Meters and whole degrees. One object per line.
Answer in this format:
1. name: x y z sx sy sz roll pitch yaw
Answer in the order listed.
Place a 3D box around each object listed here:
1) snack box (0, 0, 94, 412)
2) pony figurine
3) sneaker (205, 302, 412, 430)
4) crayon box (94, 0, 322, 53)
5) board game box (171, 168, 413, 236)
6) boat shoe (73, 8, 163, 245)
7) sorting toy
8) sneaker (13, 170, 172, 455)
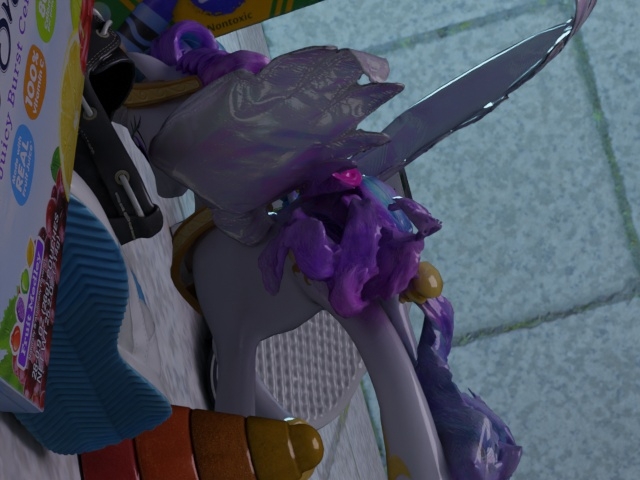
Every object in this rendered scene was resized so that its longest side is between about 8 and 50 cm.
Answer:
1. snack box: -0.140 -0.059 0.674 0.174 0.070 0.207 65 27 -68
2. pony figurine: 0.000 0.000 1.164 0.303 0.351 0.363 -11 84 -47
3. sneaker: -0.034 0.093 1.639 0.321 0.127 0.126 -35 106 -59
4. crayon box: -0.111 -0.296 1.281 0.083 0.203 0.323 -127 -162 -67
5. board game box: -0.016 -0.023 1.690 0.305 0.193 0.053 -53 128 -85
6. boat shoe: -0.143 -0.096 1.079 0.084 0.079 0.233 63 11 -63
7. sorting toy: -0.027 0.246 1.040 0.127 0.126 0.365 52 22 -80
8. sneaker: -0.129 0.018 0.871 0.228 0.087 0.092 82 -11 -61
